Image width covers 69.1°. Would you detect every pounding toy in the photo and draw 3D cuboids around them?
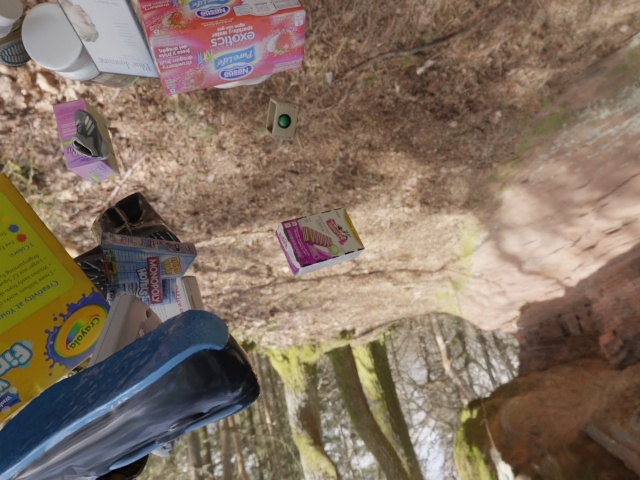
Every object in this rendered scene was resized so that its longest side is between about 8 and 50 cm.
[{"bbox_3d":[-0.108,-0.373,1.478,0.100,0.141,0.130,3,113,-20],"label":"pounding toy"}]

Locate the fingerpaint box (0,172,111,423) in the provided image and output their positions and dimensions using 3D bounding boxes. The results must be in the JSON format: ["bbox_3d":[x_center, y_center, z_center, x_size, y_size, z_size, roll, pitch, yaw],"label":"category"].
[{"bbox_3d":[-0.651,0.159,0.808,0.445,0.371,0.163,-42,-168,-35],"label":"fingerpaint box"}]

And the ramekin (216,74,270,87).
[{"bbox_3d":[-0.249,-0.543,1.236,0.277,0.277,0.135,-34,-174,43],"label":"ramekin"}]

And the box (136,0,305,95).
[{"bbox_3d":[-0.165,-0.359,0.798,0.256,0.128,0.123,-18,154,-14],"label":"box"}]

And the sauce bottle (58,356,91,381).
[{"bbox_3d":[-0.771,0.464,1.586,0.344,0.111,0.111,22,154,-3],"label":"sauce bottle"}]

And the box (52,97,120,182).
[{"bbox_3d":[-0.871,-0.367,1.741,0.117,0.243,0.213,-17,176,-7],"label":"box"}]

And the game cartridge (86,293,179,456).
[{"bbox_3d":[-0.334,0.253,0.891,0.062,0.198,0.297,-12,130,2],"label":"game cartridge"}]

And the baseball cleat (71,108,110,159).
[{"bbox_3d":[-0.760,-0.347,1.493,0.072,0.206,0.109,-46,165,27],"label":"baseball cleat"}]

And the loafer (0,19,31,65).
[{"bbox_3d":[-0.953,-0.647,1.493,0.087,0.251,0.094,31,138,0],"label":"loafer"}]

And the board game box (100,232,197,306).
[{"bbox_3d":[-0.377,0.072,1.045,0.194,0.060,0.194,-5,119,-20],"label":"board game box"}]

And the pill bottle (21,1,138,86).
[{"bbox_3d":[-0.705,-0.583,1.411,0.204,0.204,0.361,-18,-170,7],"label":"pill bottle"}]

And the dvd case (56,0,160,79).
[{"bbox_3d":[-0.508,-0.500,1.118,0.180,0.022,0.253,8,153,7],"label":"dvd case"}]

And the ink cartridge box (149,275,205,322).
[{"bbox_3d":[-0.424,0.197,1.243,0.212,0.154,0.093,-19,175,10],"label":"ink cartridge box"}]

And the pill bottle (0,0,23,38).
[{"bbox_3d":[-0.830,-0.532,1.119,0.221,0.121,0.121,-16,163,27],"label":"pill bottle"}]

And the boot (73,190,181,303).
[{"bbox_3d":[-0.607,0.016,1.304,0.367,0.445,0.146,-26,121,-21],"label":"boot"}]

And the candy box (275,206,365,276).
[{"bbox_3d":[0.000,0.000,1.429,0.233,0.159,0.071,-16,160,-29],"label":"candy box"}]

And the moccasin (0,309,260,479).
[{"bbox_3d":[-0.213,0.199,0.456,0.342,0.138,0.117,-28,116,18],"label":"moccasin"}]
